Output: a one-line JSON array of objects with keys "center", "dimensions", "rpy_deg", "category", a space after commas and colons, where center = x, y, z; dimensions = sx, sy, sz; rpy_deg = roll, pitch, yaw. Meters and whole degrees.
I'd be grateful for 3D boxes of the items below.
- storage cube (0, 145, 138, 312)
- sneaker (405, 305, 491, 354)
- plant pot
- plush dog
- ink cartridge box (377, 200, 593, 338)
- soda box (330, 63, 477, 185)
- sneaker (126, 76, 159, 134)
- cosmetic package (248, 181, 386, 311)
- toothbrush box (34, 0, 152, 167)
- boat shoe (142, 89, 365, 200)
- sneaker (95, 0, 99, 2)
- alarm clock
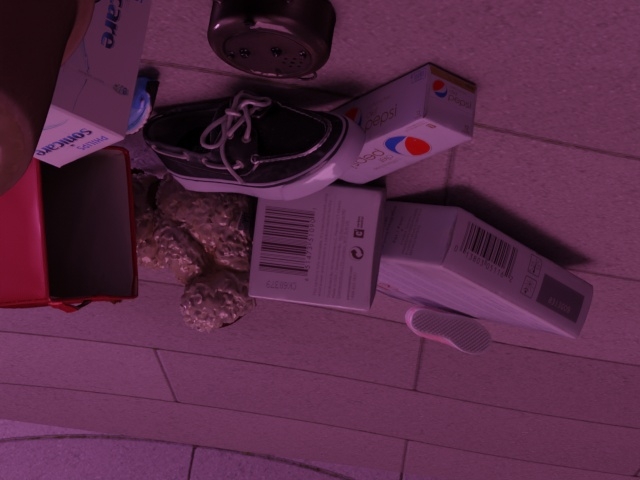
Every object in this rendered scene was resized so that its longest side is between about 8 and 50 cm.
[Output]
[{"center": [-0.353, -0.015, 1.812], "dimensions": [0.193, 0.215, 0.184], "rpy_deg": [-7, 177, 28], "category": "storage cube"}, {"center": [0.187, 0.130, 2.233], "dimensions": [0.134, 0.051, 0.070], "rpy_deg": [19, 179, -13], "category": "sneaker"}, {"center": [-0.295, -0.147, 1.136], "dimensions": [0.263, 0.229, 0.263], "rpy_deg": [-8, 140, -6], "category": "plant pot"}, {"center": [-0.196, -0.025, 1.936], "dimensions": [0.225, 0.262, 0.210], "rpy_deg": [-3, 126, 6], "category": "plush dog"}, {"center": [0.146, 0.028, 2.133], "dimensions": [0.308, 0.091, 0.385], "rpy_deg": [26, 170, -40], "category": "ink cartridge box"}, {"center": [0.082, -0.129, 1.713], "dimensions": [0.074, 0.069, 0.216], "rpy_deg": [20, 157, -30], "category": "soda box"}, {"center": [-0.255, -0.162, 1.767], "dimensions": [0.162, 0.063, 0.073], "rpy_deg": [-12, 148, 43], "category": "sneaker"}, {"center": [0.000, 0.000, 1.888], "dimensions": [0.151, 0.151, 0.184], "rpy_deg": [7, -176, 4], "category": "cosmetic package"}, {"center": [-0.314, -0.228, 1.400], "dimensions": [0.295, 0.216, 0.126], "rpy_deg": [22, 155, -35], "category": "toothbrush box"}, {"center": [-0.087, -0.122, 1.746], "dimensions": [0.306, 0.113, 0.105], "rpy_deg": [7, 152, 46], "category": "boat shoe"}, {"center": [-0.183, -0.285, 1.261], "dimensions": [0.153, 0.099, 0.282], "rpy_deg": [22, 151, 20], "category": "sneaker"}, {"center": [-0.045, -0.208, 1.570], "dimensions": [0.129, 0.064, 0.192], "rpy_deg": [1, 161, 19], "category": "alarm clock"}]
